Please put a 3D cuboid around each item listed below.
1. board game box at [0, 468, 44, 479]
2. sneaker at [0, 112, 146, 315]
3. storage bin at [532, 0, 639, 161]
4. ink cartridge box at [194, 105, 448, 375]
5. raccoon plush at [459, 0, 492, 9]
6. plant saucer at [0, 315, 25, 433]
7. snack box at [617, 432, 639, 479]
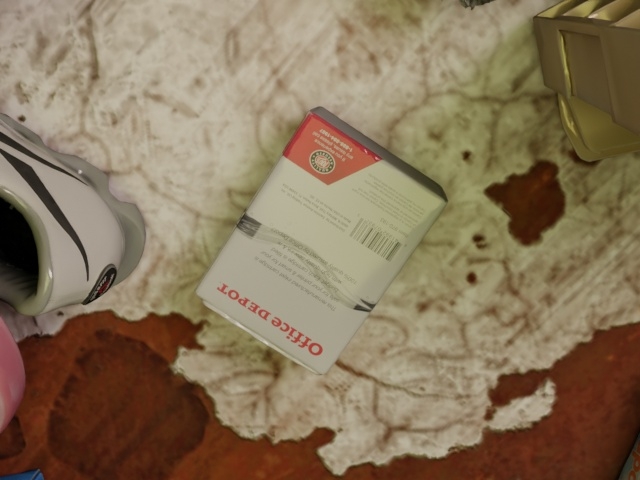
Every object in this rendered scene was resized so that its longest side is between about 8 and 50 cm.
[{"bbox_3d":[-0.342,0.368,0.659,0.302,0.086,0.308,-12,102,7],"label":"board game box"},{"bbox_3d":[-0.284,-0.056,0.526,0.330,0.146,0.122,27,105,0],"label":"sneaker"},{"bbox_3d":[0.267,-0.093,0.403,0.260,0.262,0.123,-12,106,8],"label":"storage bin"},{"bbox_3d":[0.000,0.000,0.554,0.109,0.063,0.150,33,104,-4],"label":"ink cartridge box"},{"bbox_3d":[0.205,-0.213,0.317,0.299,0.446,0.216,-30,113,-2],"label":"raccoon plush"},{"bbox_3d":[-0.359,0.060,0.500,0.332,0.084,0.332,10,140,8],"label":"plant saucer"},{"bbox_3d":[0.297,0.257,0.592,0.187,0.060,0.322,19,104,0],"label":"snack box"}]
